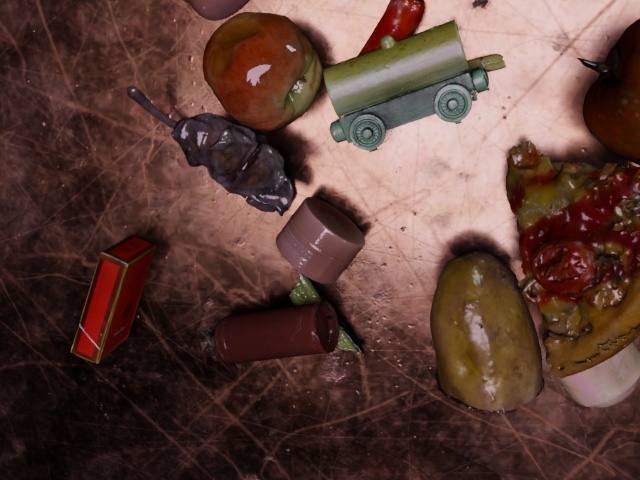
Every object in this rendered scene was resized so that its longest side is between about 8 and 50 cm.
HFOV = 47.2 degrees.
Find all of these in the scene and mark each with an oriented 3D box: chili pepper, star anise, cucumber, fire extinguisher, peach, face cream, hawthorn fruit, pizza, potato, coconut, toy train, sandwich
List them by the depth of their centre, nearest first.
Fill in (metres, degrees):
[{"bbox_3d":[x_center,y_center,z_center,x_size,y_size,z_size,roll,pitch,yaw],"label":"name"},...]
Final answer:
[{"bbox_3d":[0.566,-0.244,1.206,0.300,0.268,0.268,17,107,13],"label":"hawthorn fruit"},{"bbox_3d":[0.426,-0.013,1.267,0.406,0.130,0.440,53,133,37],"label":"pizza"},{"bbox_3d":[0.148,-0.283,1.344,0.307,0.126,0.190,-17,101,16],"label":"toy train"},{"bbox_3d":[0.299,-0.323,1.349,0.083,0.044,0.031,-13,97,11],"label":"sandwich"},{"bbox_3d":[0.129,-0.382,1.353,0.071,0.063,0.272,37,120,-3],"label":"chili pepper"},{"bbox_3d":[-0.117,-0.317,1.355,0.235,0.214,0.214,38,111,33],"label":"peach"},{"bbox_3d":[0.305,0.154,1.386,0.229,0.229,0.266,-5,107,12],"label":"potato"},{"bbox_3d":[-0.169,-0.171,1.389,0.359,0.316,0.139,40,77,-40],"label":"star anise"},{"bbox_3d":[0.511,0.216,1.390,0.171,0.171,0.183,-35,94,17],"label":"coconut"},{"bbox_3d":[0.000,0.000,1.433,0.149,0.149,0.104,38,109,0],"label":"face cream"},{"bbox_3d":[-0.122,0.215,1.529,0.337,0.106,0.147,-11,120,28],"label":"fire extinguisher"},{"bbox_3d":[0.007,0.163,1.531,0.070,0.046,0.220,-35,94,19],"label":"cucumber"}]

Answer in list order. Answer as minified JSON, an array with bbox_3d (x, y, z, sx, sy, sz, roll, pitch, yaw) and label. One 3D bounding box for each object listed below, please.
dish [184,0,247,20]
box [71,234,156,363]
[{"bbox_3d":[-0.217,-0.526,1.368,0.213,0.090,0.213,3,105,11],"label":"dish"},{"bbox_3d":[-0.435,0.120,1.546,0.074,0.153,0.240,21,107,0],"label":"box"}]
